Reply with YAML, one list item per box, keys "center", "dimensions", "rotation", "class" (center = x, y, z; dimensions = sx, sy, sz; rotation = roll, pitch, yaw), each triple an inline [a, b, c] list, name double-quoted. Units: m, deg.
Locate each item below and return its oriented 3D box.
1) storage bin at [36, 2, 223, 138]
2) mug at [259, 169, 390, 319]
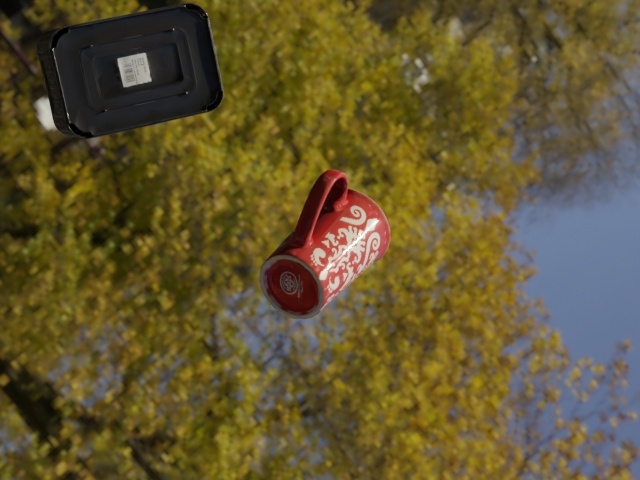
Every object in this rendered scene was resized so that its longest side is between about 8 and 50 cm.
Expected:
- center: [-0.211, -0.189, 1.407]
  dimensions: [0.180, 0.122, 0.084]
  rotation: [-15, -168, -21]
  class: "storage bin"
- center: [-0.006, 0.004, 1.596]
  dimensions: [0.113, 0.150, 0.169]
  rotation: [-18, -162, 37]
  class: "mug"
